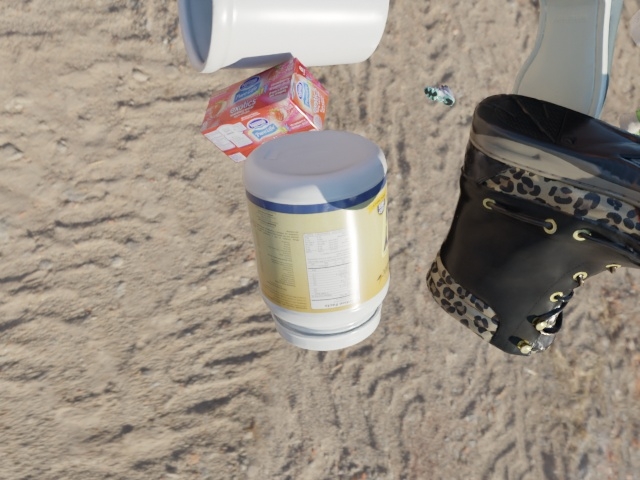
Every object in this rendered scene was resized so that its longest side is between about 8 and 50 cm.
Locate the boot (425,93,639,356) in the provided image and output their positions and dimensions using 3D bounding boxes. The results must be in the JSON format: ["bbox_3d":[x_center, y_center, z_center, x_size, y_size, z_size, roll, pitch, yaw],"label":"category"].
[{"bbox_3d":[0.311,0.025,0.695,0.377,0.284,0.138,26,44,13],"label":"boot"}]

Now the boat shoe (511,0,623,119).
[{"bbox_3d":[0.309,-0.228,0.710,0.099,0.116,0.320,-22,124,-32],"label":"boat shoe"}]

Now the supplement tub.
[{"bbox_3d":[0.000,0.000,0.999,0.228,0.228,0.316,-36,132,-41],"label":"supplement tub"}]

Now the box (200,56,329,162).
[{"bbox_3d":[-0.123,-0.282,1.327,0.128,0.256,0.123,39,50,-43],"label":"box"}]

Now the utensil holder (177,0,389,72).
[{"bbox_3d":[-0.088,-0.538,1.298,0.385,0.327,0.328,-9,79,-22],"label":"utensil holder"}]

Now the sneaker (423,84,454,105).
[{"bbox_3d":[0.349,-0.439,1.764,0.098,0.038,0.069,25,50,-13],"label":"sneaker"}]

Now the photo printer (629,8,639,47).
[{"bbox_3d":[0.873,-0.480,1.328,0.307,0.256,0.107,12,77,-25],"label":"photo printer"}]

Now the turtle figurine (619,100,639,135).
[{"bbox_3d":[0.827,-0.264,1.315,0.274,0.266,0.198,25,79,-21],"label":"turtle figurine"}]
